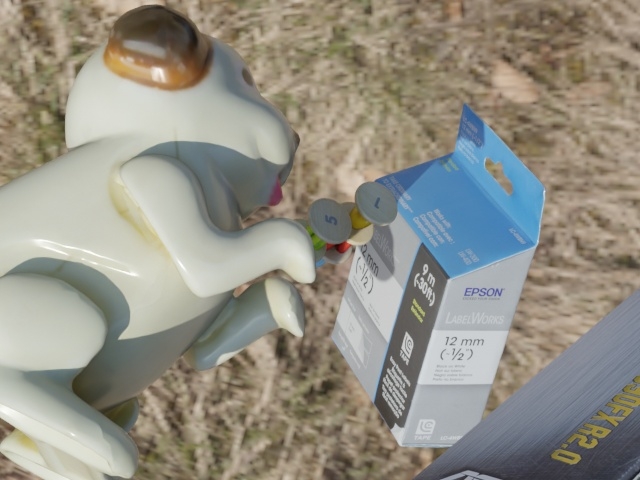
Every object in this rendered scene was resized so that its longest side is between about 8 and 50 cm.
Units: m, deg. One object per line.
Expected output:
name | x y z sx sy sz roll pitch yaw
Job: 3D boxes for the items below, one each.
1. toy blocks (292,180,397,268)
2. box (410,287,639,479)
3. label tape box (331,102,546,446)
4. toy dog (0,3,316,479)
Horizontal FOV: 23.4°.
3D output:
toy blocks | 0.000 0.000 1.684 0.123 0.148 0.054 -21 77 -38
box | 0.111 0.137 0.502 0.183 0.056 0.231 -32 124 -40
label tape box | 0.136 0.037 1.862 0.115 0.249 0.347 1 119 -22
toy dog | -0.183 -0.002 1.378 0.408 0.395 0.284 -59 158 -20
